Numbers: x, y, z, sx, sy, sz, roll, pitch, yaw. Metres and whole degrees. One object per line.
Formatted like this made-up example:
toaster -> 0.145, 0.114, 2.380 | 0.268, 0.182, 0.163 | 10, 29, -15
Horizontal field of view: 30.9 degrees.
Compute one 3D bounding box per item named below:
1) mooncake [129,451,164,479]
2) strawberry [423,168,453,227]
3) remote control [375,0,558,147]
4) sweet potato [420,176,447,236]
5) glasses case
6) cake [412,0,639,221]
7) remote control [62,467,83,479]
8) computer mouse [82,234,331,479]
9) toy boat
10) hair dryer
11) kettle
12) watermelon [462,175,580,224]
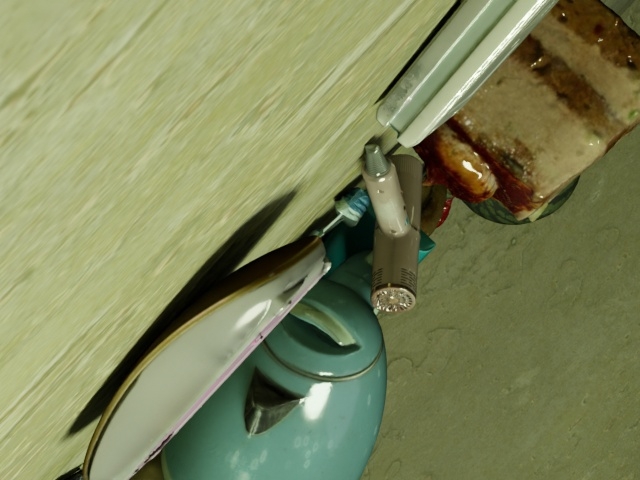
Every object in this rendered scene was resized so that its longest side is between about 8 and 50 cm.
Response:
mooncake -> -0.255, 0.381, 1.533 | 0.284, 0.155, 0.284 | -41, 178, -1
strawberry -> 0.182, -0.059, 2.034 | 0.167, 0.087, 0.208 | -47, 177, -6
remote control -> 0.154, -0.195, 0.946 | 0.277, 0.055, 0.103 | -48, 174, 36
sweet potato -> 0.104, -0.023, 1.809 | 0.286, 0.085, 0.112 | -25, 127, -45
glasses case -> 0.017, 0.070, 1.545 | 0.301, 0.117, 0.070 | -50, 173, 33
cake -> 0.254, -0.143, 1.397 | 0.293, 0.199, 0.196 | -44, 177, -5
remote control -> -0.277, 0.267, 1.261 | 0.034, 0.016, 0.091 | -62, 174, 3
computer mouse -> -0.111, 0.104, 1.025 | 0.310, 0.072, 0.158 | -49, 176, 28
toy boat -> 0.006, -0.005, 1.325 | 0.149, 0.034, 0.105 | -49, 172, 21
hair dryer -> 0.069, -0.063, 1.252 | 0.220, 0.053, 0.195 | 70, 20, -49
kettle -> -0.018, 0.157, 1.385 | 0.319, 0.247, 0.342 | -50, 168, -44
watermelon -> 0.296, -0.126, 1.775 | 0.212, 0.212, 0.212 | -46, 175, -5
